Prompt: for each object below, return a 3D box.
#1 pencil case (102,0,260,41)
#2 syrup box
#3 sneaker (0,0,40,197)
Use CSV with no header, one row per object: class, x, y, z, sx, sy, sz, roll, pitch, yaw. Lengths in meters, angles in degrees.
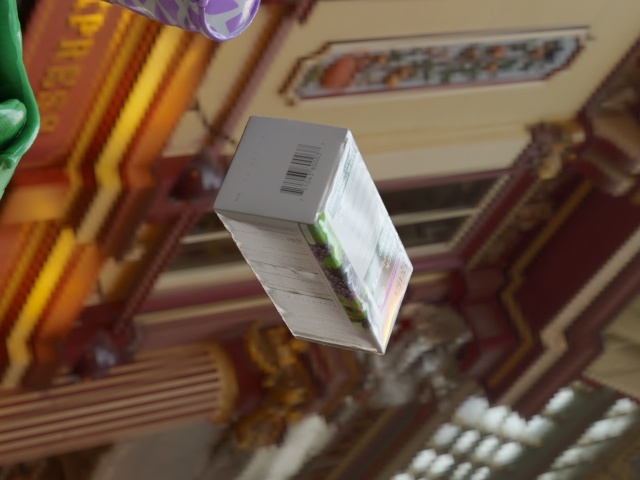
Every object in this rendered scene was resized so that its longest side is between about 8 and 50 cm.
pencil case,-0.135,-0.198,1.172,0.206,0.088,0.086,19,-62,26
syrup box,0.000,0.000,1.436,0.096,0.237,0.093,10,-116,23
sneaker,-0.177,-0.019,0.645,0.123,0.109,0.295,-18,-115,57
